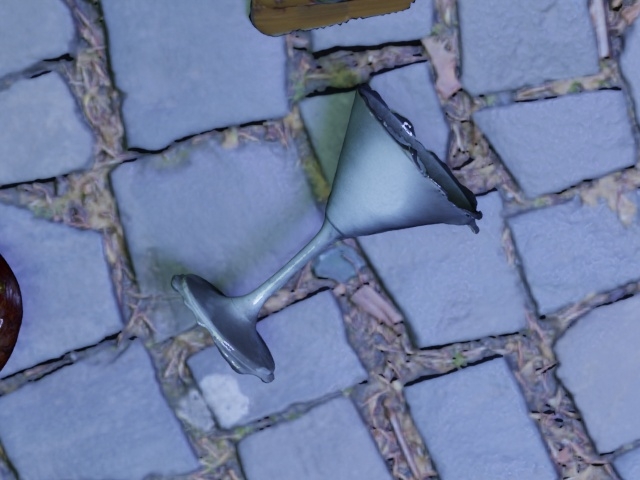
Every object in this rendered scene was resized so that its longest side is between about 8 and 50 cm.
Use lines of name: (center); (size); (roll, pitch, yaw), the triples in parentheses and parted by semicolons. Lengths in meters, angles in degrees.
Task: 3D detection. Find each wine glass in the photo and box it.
wine glass: (0.000, 0.000, 1.543); (0.232, 0.156, 0.156); (-42, 96, 10)

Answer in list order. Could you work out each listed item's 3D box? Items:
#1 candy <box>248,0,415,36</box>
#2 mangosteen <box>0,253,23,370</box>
candy: (0.003, -0.282, 1.498); (0.143, 0.101, 0.271); (-2, 128, 3)
mangosteen: (-0.334, 0.051, 1.573); (0.146, 0.181, 0.156); (-14, 122, -38)
